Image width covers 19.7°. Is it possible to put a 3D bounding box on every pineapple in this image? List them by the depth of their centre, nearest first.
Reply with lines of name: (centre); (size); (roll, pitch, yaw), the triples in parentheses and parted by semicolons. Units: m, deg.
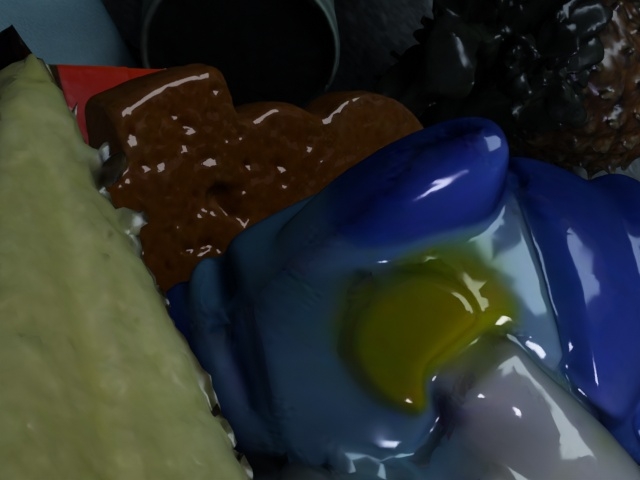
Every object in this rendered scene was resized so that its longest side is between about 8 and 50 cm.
pineapple: (0.136, -0.112, 1.227); (0.310, 0.170, 0.141); (-1, 57, -58)

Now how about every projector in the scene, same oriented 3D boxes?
projector: (-0.049, -0.193, 1.094); (0.108, 0.108, 0.337); (33, 27, -23)

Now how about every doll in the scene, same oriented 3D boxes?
doll: (0.049, 0.097, 0.792); (0.376, 0.187, 0.365); (24, 73, -24)

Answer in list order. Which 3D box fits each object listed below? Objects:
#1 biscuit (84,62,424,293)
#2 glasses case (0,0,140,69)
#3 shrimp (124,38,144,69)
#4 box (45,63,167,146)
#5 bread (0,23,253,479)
biscuit: (-0.042, 0.069, 0.877); (0.284, 0.043, 0.306); (-23, 103, -34)
glasses case: (-0.115, -0.012, 0.964); (0.105, 0.056, 0.266); (-22, 73, -29)
shrimp: (0.000, 0.000, 1.066); (0.317, 0.062, 0.164); (33, 45, -20)
box: (-0.167, -0.022, 0.869); (0.245, 0.035, 0.139); (-2, 64, -36)
bread: (-0.096, 0.210, 0.549); (0.242, 0.345, 0.405); (29, 30, -22)
